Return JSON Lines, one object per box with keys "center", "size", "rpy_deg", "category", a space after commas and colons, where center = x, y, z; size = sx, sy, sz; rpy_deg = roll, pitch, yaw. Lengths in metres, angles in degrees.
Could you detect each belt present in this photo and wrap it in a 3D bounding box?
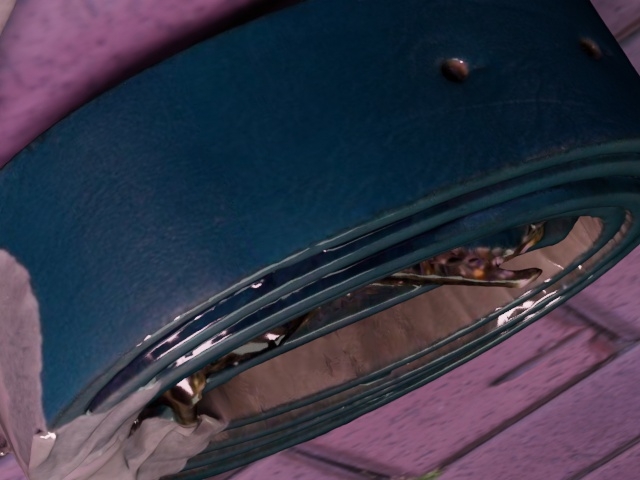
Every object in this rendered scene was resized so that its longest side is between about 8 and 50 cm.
{"center": [0.002, 0.000, 1.028], "size": [0.437, 0.173, 0.300], "rpy_deg": [-19, 156, -16], "category": "belt"}

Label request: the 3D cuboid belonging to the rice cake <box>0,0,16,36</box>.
{"center": [-0.215, -0.081, 0.853], "size": [0.106, 0.050, 0.298], "rpy_deg": [-9, 148, -32], "category": "rice cake"}
